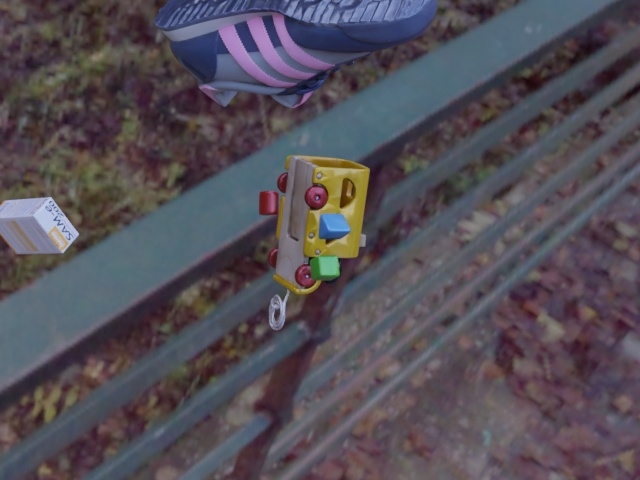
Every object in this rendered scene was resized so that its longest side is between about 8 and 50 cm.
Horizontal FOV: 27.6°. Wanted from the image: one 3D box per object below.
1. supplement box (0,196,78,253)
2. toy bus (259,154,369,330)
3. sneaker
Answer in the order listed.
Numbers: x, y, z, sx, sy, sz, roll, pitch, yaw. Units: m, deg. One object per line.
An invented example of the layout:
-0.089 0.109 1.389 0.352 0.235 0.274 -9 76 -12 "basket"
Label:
-0.347 -0.017 1.572 0.098 0.062 0.036 -1 42 42 "supplement box"
0.004 -0.010 1.639 0.104 0.202 0.191 2 59 -26 "toy bus"
-0.009 -0.191 1.248 0.319 0.131 0.112 6 47 41 "sneaker"
